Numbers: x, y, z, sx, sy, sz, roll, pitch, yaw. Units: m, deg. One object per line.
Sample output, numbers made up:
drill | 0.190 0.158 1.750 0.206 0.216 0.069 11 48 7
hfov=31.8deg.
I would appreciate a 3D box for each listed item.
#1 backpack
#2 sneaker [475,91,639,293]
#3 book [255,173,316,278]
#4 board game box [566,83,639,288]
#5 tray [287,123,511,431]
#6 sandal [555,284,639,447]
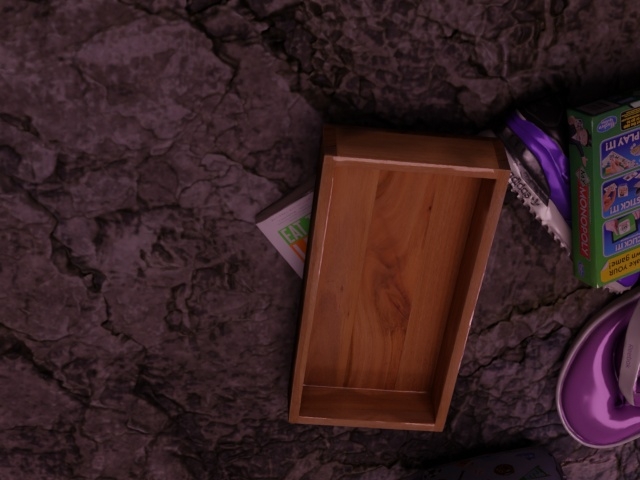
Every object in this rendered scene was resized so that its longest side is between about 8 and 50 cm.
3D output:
backpack | 0.252 0.418 1.509 0.277 0.263 0.213 -16 120 1
sneaker | 0.326 -0.061 1.344 0.146 0.102 0.293 -40 118 12
book | 0.000 0.000 1.370 0.096 0.035 0.144 -32 120 14
board game box | 0.430 -0.093 1.310 0.317 0.046 0.213 -20 117 -21
tray | 0.080 0.058 1.348 0.203 0.076 0.410 4 128 -6
sandal | 0.454 0.123 1.431 0.169 0.102 0.416 43 114 2
